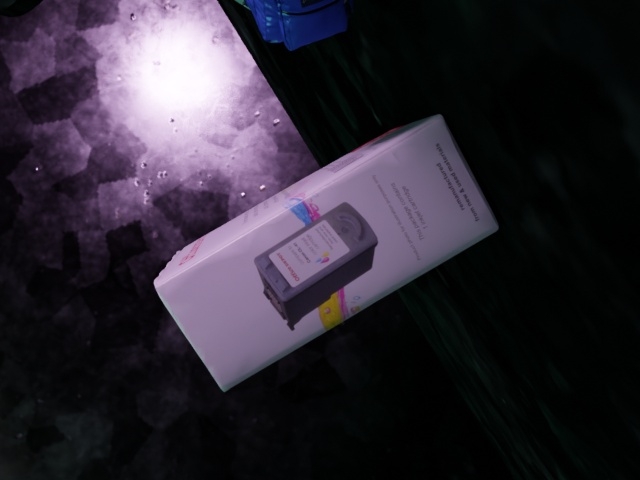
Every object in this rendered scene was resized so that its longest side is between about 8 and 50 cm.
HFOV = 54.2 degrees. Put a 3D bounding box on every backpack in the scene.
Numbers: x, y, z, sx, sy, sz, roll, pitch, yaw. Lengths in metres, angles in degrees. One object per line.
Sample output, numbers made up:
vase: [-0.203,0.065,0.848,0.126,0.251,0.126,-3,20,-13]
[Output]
backpack: [-0.018,-0.234,0.526,0.101,0.098,0.120,60,171,31]

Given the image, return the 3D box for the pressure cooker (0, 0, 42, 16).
pressure cooker: [-0.497,-0.499,0.816,0.370,0.375,0.420,20,-172,39]

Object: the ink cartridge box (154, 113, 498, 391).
ink cartridge box: [0.000,0.000,0.672,0.131,0.306,0.226,59,180,-9]

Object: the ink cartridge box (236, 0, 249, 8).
ink cartridge box: [-0.140,-0.377,0.847,0.223,0.045,0.224,25,-168,-26]
